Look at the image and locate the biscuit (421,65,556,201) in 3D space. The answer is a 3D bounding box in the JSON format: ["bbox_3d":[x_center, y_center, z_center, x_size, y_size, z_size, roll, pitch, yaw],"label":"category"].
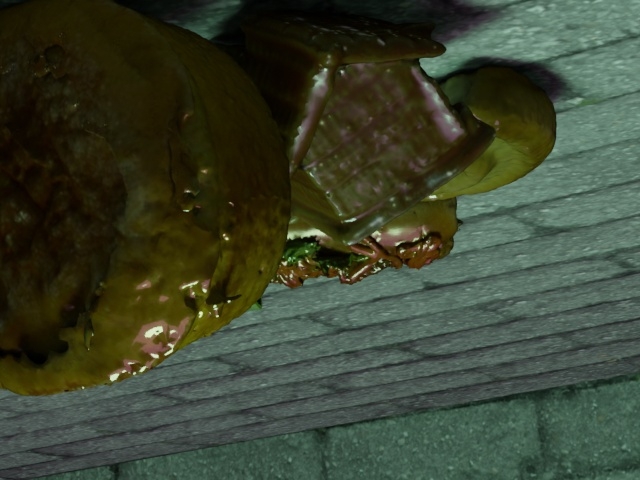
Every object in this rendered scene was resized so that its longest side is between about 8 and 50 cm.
[{"bbox_3d":[0.135,-0.099,1.998,0.213,0.091,0.274,8,158,-36],"label":"biscuit"}]

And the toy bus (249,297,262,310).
[{"bbox_3d":[-0.165,0.050,2.442,0.175,0.101,0.088,-6,166,8],"label":"toy bus"}]

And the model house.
[{"bbox_3d":[0.002,-0.130,1.731,0.219,0.199,0.229,-40,131,-6],"label":"model house"}]

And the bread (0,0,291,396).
[{"bbox_3d":[-0.199,-0.037,1.646,0.358,0.336,0.204,-6,176,38],"label":"bread"}]

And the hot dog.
[{"bbox_3d":[0.000,0.000,2.275,0.349,0.117,0.158,-5,165,-1],"label":"hot dog"}]
